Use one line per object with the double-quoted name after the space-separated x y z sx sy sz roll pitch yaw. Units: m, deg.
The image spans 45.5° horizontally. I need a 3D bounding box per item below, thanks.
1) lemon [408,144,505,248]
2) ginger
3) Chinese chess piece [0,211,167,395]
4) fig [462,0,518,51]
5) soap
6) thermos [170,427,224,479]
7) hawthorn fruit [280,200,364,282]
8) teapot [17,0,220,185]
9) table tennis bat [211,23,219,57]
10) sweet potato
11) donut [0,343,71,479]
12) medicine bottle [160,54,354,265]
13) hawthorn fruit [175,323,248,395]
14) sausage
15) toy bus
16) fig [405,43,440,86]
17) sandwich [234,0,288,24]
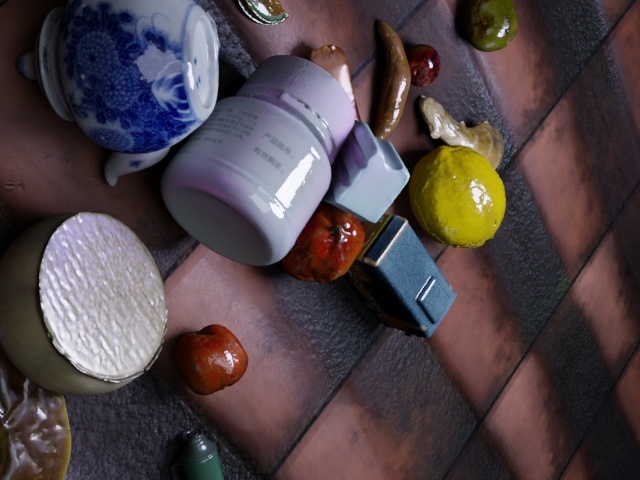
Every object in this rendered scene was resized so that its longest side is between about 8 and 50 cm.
0.296 -0.093 1.652 0.204 0.204 0.260 -43 120 -26 "lemon"
0.325 -0.242 1.728 0.294 0.086 0.131 29 78 -37 "ginger"
-0.345 0.091 1.120 0.270 0.112 0.270 38 44 -49 "Chinese chess piece"
0.380 -0.482 1.718 0.126 0.185 0.133 -27 85 8 "fig"
0.065 -0.125 1.360 0.091 0.230 0.145 33 109 -21 "soap"
-0.218 0.435 1.410 0.073 0.083 0.188 -38 123 -55 "thermos"
-0.003 0.003 1.427 0.173 0.179 0.174 -18 117 -40 "hawthorn fruit"
-0.296 -0.252 1.086 0.252 0.279 0.424 -81 170 -50 "teapot"
-0.254 -0.338 1.228 0.149 0.038 0.237 -54 131 -13 "table tennis bat"
0.145 -0.319 1.562 0.058 0.078 0.255 -35 130 -74 "sweet potato"
-0.520 0.288 1.064 0.330 0.159 0.330 -1 91 -49 "donut"
-0.094 -0.137 1.272 0.241 0.241 0.302 52 57 -35 "medicine bottle"
-0.193 0.208 1.346 0.128 0.128 0.128 -10 106 -39 "hawthorn fruit"
0.038 -0.229 1.476 0.089 0.083 0.300 -16 113 3 "sausage"
0.153 0.071 1.585 0.138 0.167 0.275 -53 129 -20 "toy bus"
0.218 -0.382 1.612 0.089 0.088 0.125 66 33 -29 "fig"
-0.106 -0.419 1.342 0.135 0.029 0.067 26 83 -42 "sandwich"
